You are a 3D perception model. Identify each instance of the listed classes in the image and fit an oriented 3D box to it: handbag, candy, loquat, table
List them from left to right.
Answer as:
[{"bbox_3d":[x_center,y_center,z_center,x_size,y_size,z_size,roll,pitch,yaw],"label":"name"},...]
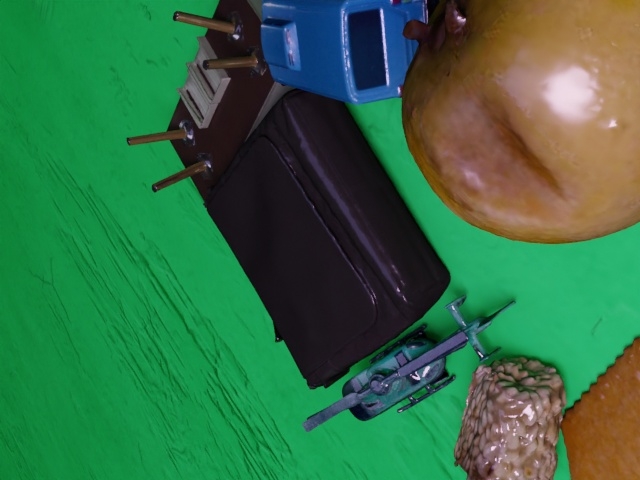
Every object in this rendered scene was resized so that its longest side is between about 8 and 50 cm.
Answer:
[{"bbox_3d":[-0.119,-0.147,1.030,0.122,0.111,0.240,58,140,23],"label":"table"},{"bbox_3d":[0.000,0.000,0.949,0.247,0.080,0.223,59,142,11],"label":"handbag"},{"bbox_3d":[0.155,0.153,0.796,0.095,0.085,0.110,-154,67,-69],"label":"candy"},{"bbox_3d":[0.147,-0.097,0.608,0.213,0.213,0.213,22,119,47],"label":"loquat"}]

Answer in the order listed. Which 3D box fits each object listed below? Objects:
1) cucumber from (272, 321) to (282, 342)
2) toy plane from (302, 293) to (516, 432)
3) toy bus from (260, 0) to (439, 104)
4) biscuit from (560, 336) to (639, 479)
[{"bbox_3d":[-0.050,0.019,1.064,0.036,0.033,0.184,-156,57,-75],"label":"cucumber"},{"bbox_3d":[0.085,0.109,0.870,0.235,0.096,0.060,-37,74,33],"label":"toy plane"},{"bbox_3d":[0.020,-0.172,0.824,0.184,0.106,0.090,-150,48,-61],"label":"toy bus"},{"bbox_3d":[0.280,0.186,0.704,0.237,0.013,0.232,55,140,27],"label":"biscuit"}]
